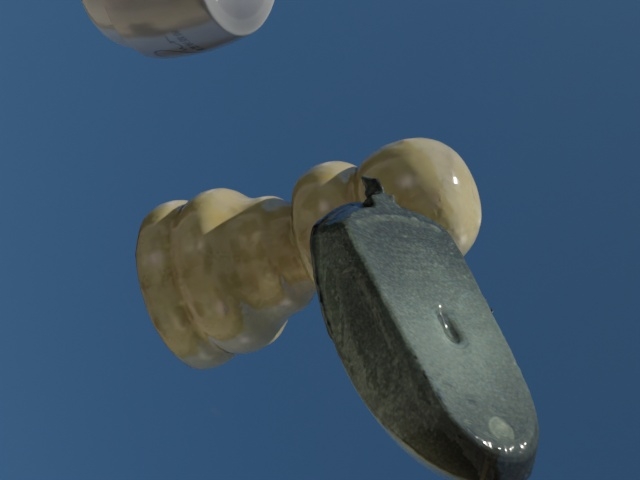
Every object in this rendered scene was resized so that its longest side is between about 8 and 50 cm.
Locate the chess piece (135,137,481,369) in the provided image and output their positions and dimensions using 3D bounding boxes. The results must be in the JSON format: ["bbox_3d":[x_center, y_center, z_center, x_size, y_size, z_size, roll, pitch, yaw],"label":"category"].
[{"bbox_3d":[0.000,0.000,0.994,0.300,0.167,0.167,-19,-102,20],"label":"chess piece"}]

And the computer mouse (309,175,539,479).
[{"bbox_3d":[0.056,0.062,0.693,0.068,0.113,0.229,-49,-129,35],"label":"computer mouse"}]

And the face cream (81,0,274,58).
[{"bbox_3d":[-0.095,-0.180,0.730,0.104,0.117,0.117,6,-85,33],"label":"face cream"}]
